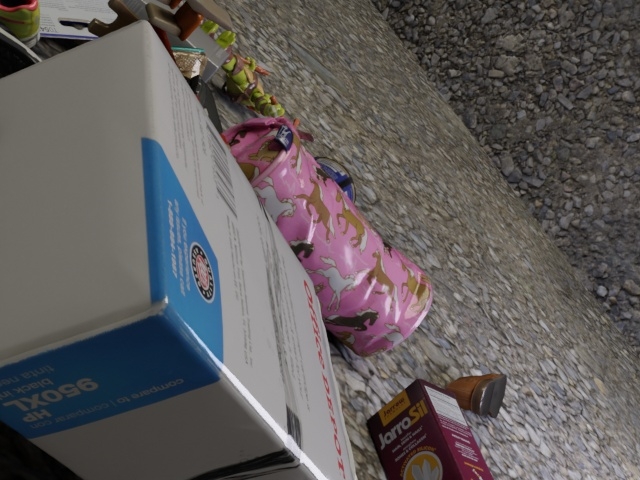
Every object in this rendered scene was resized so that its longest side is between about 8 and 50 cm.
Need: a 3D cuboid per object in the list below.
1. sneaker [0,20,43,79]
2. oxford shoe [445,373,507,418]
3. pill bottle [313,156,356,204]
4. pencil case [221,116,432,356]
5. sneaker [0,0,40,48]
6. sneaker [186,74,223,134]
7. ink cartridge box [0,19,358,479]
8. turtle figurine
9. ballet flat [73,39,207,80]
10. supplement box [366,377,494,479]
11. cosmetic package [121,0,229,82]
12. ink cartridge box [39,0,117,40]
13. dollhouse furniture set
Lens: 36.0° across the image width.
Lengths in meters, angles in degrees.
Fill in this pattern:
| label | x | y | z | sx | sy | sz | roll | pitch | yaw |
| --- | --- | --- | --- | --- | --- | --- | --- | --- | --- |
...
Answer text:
| label | x | y | z | sx | sy | sz | roll | pitch | yaw |
| --- | --- | --- | --- | --- | --- | --- | --- | --- | --- |
| sneaker | -0.391 | -0.233 | 1.222 | 0.235 | 0.084 | 0.097 | 45 | 19 | -4 |
| oxford shoe | 0.260 | 0.248 | 1.627 | 0.076 | 0.076 | 0.212 | 12 | -6 | 25 |
| pill bottle | -0.027 | -0.060 | 1.552 | 0.123 | 0.123 | 0.219 | 47 | 20 | 3 |
| pencil case | 0.000 | 0.000 | 1.365 | 0.386 | 0.167 | 0.160 | 48 | 12 | -34 |
| sneaker | -0.441 | -0.343 | 1.269 | 0.208 | 0.094 | 0.081 | 36 | 58 | -9 |
| sneaker | -0.182 | -0.133 | 1.449 | 0.130 | 0.109 | 0.286 | 44 | 25 | -35 |
| ink cartridge box | -0.120 | 0.067 | 0.835 | 0.395 | 0.166 | 0.285 | 59 | 15 | -49 |
| turtle figurine | -0.149 | -0.303 | 1.813 | 0.217 | 0.087 | 0.269 | 50 | 9 | -43 |
| ballet flat | -0.276 | -0.272 | 1.516 | 0.206 | 0.067 | 0.073 | 4 | 13 | -19 |
| supplement box | 0.146 | 0.287 | 1.273 | 0.081 | 0.104 | 0.188 | 29 | 26 | -38 |
| cosmetic package | -0.274 | -0.340 | 1.624 | 0.238 | 0.107 | 0.127 | 38 | 19 | -12 |
| ink cartridge box | -0.399 | -0.369 | 1.438 | 0.223 | 0.045 | 0.224 | -8 | 65 | -51 |
| dollhouse furniture set | -0.212 | -0.197 | 1.255 | 0.135 | 0.262 | 0.259 | 31 | 26 | -40 |
